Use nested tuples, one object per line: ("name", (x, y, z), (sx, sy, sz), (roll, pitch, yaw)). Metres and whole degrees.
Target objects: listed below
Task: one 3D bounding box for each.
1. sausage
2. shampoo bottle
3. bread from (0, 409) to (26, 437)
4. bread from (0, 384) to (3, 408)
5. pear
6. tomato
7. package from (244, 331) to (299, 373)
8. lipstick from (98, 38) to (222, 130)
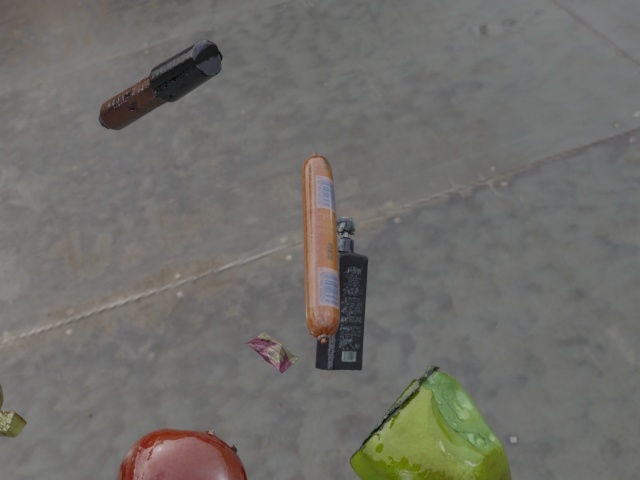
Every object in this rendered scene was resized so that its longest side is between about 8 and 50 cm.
("sausage", (0.000, 0.000, 1.154), (0.053, 0.053, 0.348), (-9, 56, 10))
("shampoo bottle", (0.047, 0.108, 1.537), (0.071, 0.098, 0.310), (-3, 81, 49))
("bread", (-0.725, 0.361, 1.540), (0.226, 0.088, 0.049), (2, 50, 14))
("bread", (-0.618, 0.258, 1.204), (0.213, 0.105, 0.213), (-1, 3, 0))
("pear", (0.215, 0.368, 1.294), (0.159, 0.292, 0.292), (-48, 32, 26))
("tomato", (-0.176, 0.311, 0.902), (0.167, 0.167, 0.167), (-10, 41, 9))
("package", (-0.081, 0.185, 1.261), (0.083, 0.029, 0.059), (34, 30, 18))
("lipstick", (-0.331, -0.295, 1.492), (0.418, 0.077, 0.077), (-13, 32, 48))
